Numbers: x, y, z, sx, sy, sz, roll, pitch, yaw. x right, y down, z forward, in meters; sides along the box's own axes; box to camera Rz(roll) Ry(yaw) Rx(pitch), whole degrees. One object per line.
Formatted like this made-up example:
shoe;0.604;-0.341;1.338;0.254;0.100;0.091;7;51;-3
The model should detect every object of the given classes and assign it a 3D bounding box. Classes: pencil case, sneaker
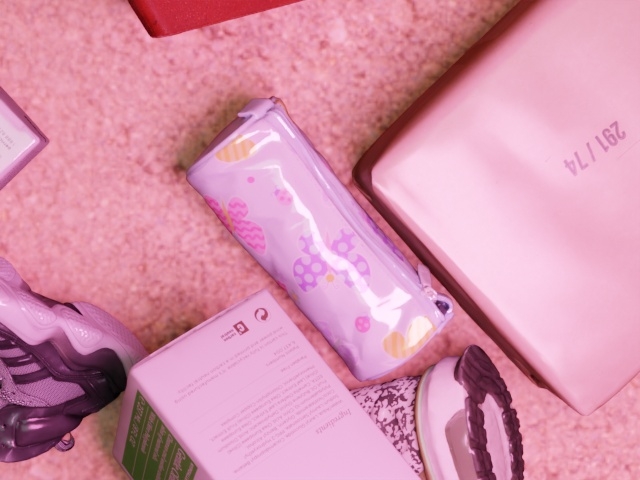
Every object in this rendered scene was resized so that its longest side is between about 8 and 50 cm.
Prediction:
pencil case;0.000;0.000;1.450;0.273;0.124;0.113;49;59;-4
sneaker;0.104;0.302;1.498;0.182;0.158;0.410;-5;96;26
sneaker;-0.284;0.107;1.406;0.268;0.101;0.153;30;100;-40

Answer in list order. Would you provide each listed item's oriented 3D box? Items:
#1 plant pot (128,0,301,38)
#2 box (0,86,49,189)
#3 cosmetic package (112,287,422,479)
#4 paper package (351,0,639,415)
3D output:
plant pot;-0.093;-0.316;1.371;0.267;0.267;0.236;-15;106;-4
box;-0.368;-0.092;1.417;0.182;0.119;0.181;-44;96;-2
cosmetic package;-0.006;0.248;1.354;0.155;0.197;0.365;-30;69;-26
paper package;0.241;-0.061;1.449;0.325;0.168;0.309;-43;96;-2
